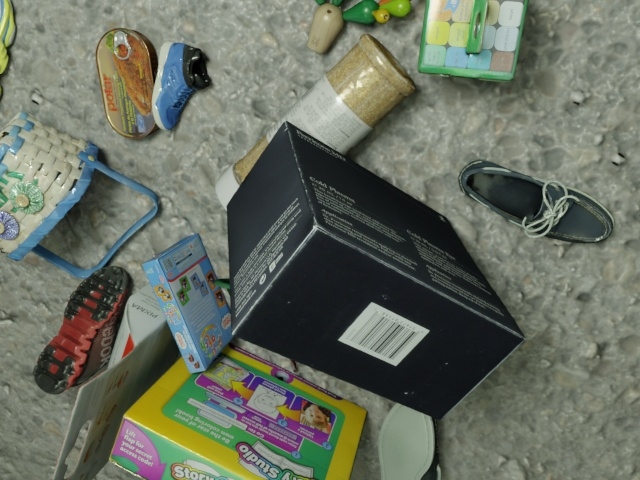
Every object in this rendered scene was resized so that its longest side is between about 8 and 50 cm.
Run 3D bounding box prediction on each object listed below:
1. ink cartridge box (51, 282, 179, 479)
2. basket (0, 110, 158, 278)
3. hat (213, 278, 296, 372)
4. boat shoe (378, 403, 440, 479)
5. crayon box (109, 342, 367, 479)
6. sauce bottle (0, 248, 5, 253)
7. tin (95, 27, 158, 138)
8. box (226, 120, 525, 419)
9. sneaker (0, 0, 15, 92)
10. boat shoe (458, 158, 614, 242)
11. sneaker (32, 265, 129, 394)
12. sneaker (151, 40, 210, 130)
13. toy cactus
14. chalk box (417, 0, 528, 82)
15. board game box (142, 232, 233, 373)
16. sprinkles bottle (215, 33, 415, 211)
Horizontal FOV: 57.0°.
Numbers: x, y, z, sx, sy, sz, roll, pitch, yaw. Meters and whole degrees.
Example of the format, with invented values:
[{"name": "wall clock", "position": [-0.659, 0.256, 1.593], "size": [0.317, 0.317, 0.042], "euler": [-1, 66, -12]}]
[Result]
[{"name": "ink cartridge box", "position": [-0.368, 0.258, 1.030], "size": [0.091, 0.385, 0.308], "euler": [26, 111, 6]}, {"name": "basket", "position": [-0.481, -0.065, 1.074], "size": [0.289, 0.201, 0.255], "euler": [32, 117, -35]}, {"name": "hat", "position": [-0.091, 0.166, 1.033], "size": [0.209, 0.173, 0.183], "euler": [5, 91, -30]}, {"name": "boat shoe", "position": [0.172, 0.420, 1.111], "size": [0.114, 0.091, 0.302], "euler": [23, 115, 35]}, {"name": "crayon box", "position": [-0.120, 0.340, 1.034], "size": [0.363, 0.313, 0.106], "euler": [25, 111, 5]}, {"name": "sauce bottle", "position": [-0.643, -0.037, 1.190], "size": [0.042, 0.042, 0.128], "euler": [1, 105, 13]}, {"name": "tin", "position": [-0.338, -0.277, 1.048], "size": [0.106, 0.040, 0.189], "euler": [-1, 106, 10]}, {"name": "box", "position": [0.058, 0.037, 0.840], "size": [0.343, 0.312, 0.179], "euler": [28, 114, -24]}, {"name": "sneaker", "position": [-0.622, -0.347, 1.046], "size": [0.091, 0.126, 0.240], "euler": [16, 110, 8]}, {"name": "boat shoe", "position": [0.340, -0.058, 0.927], "size": [0.255, 0.079, 0.095], "euler": [28, 111, 4]}, {"name": "sneaker", "position": [-0.457, 0.176, 1.184], "size": [0.098, 0.135, 0.276], "euler": [28, 88, 17]}, {"name": "sneaker", "position": [-0.237, -0.260, 1.015], "size": [0.085, 0.058, 0.152], "euler": [15, 103, 18]}, {"name": "toy cactus", "position": [0.031, -0.373, 0.903], "size": [0.219, 0.112, 0.180], "euler": [26, 121, -4]}, {"name": "chalk box", "position": [0.207, -0.293, 0.815], "size": [0.132, 0.213, 0.132], "euler": [9, 108, 11]}, {"name": "board game box", "position": [-0.229, 0.109, 1.072], "size": [0.039, 0.160, 0.211], "euler": [-17, 101, 18]}, {"name": "sprinkles bottle", "position": [-0.015, -0.166, 0.957], "size": [0.355, 0.121, 0.121], "euler": [-41, 94, 21]}]
